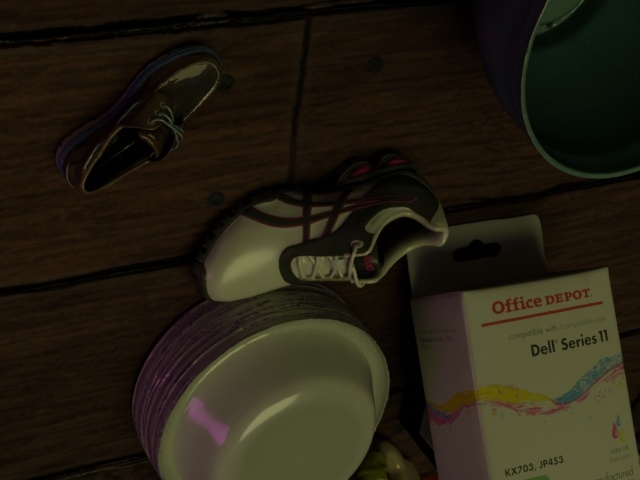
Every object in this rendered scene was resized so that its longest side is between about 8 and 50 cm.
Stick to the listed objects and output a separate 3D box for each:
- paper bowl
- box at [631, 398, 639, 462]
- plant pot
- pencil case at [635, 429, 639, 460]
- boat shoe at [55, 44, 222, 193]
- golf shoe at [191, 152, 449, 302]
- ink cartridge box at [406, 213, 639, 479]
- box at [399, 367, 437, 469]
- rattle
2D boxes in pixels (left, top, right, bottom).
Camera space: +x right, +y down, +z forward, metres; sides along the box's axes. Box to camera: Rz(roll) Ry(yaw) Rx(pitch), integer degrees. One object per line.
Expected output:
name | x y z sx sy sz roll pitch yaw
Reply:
paper bowl | -0.053 0.193 1.412 0.284 0.148 0.284 -16 129 -22
box | 0.494 0.347 1.880 0.148 0.121 0.311 17 113 -40
plant pot | 0.269 -0.236 1.255 0.293 0.196 0.293 -16 130 -20
pencil case | 0.373 0.358 1.825 0.104 0.104 0.236 18 112 -39
boat shoe | -0.158 -0.105 1.179 0.183 0.066 0.066 -41 134 1
golf shoe | 0.000 0.000 1.321 0.272 0.120 0.105 -26 134 -12
ink cartridge box | 0.229 0.147 1.442 0.207 0.119 0.354 -9 89 -26
box | 0.207 0.225 1.588 0.158 0.156 0.093 -11 128 -25
rattle | 0.070 0.336 1.650 0.142 0.130 0.199 -39 162 14
